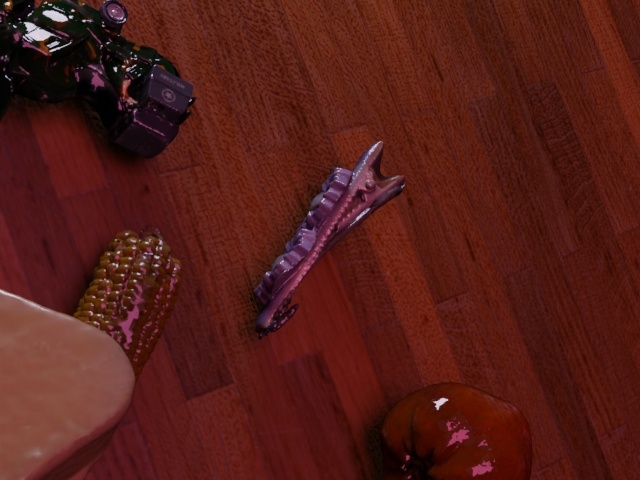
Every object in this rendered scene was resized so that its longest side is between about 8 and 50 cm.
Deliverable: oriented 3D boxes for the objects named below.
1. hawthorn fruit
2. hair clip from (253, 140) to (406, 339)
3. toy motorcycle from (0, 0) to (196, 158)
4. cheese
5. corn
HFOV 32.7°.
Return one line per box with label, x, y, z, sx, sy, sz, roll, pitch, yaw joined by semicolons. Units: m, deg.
hawthorn fruit;0.160;0.249;1.254;0.189;0.189;0.189;11;69;-30
hair clip;0.000;0.000;1.270;0.084;0.106;0.292;39;60;-2
toy motorcycle;-0.262;-0.172;1.148;0.275;0.125;0.187;26;53;-24
cheese;-0.332;0.148;0.918;0.384;0.104;0.384;12;51;-16
corn;-0.225;0.127;1.092;0.097;0.097;0.319;33;62;-20
